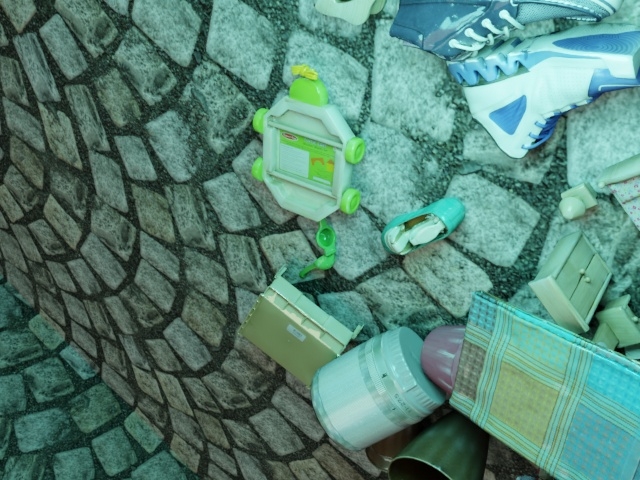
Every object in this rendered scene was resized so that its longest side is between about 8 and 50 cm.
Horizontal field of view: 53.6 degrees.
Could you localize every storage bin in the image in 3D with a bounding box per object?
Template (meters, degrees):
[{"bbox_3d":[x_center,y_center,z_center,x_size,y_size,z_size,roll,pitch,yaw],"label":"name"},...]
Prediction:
[{"bbox_3d":[-0.057,0.231,1.693,0.262,0.123,0.260,38,138,4],"label":"storage bin"}]

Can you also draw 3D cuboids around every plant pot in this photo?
[{"bbox_3d":[0.312,0.525,1.530,0.215,0.230,0.216,23,132,27],"label":"plant pot"},{"bbox_3d":[0.322,0.264,1.366,0.180,0.201,0.202,11,128,54],"label":"plant pot"},{"bbox_3d":[0.203,0.493,1.669,0.166,0.167,0.165,17,121,32],"label":"plant pot"}]

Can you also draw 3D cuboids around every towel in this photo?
[{"bbox_3d":[0.390,0.272,1.089,0.370,0.040,0.272,27,119,44],"label":"towel"}]

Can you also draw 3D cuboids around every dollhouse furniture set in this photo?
[{"bbox_3d":[0.539,0.031,0.996,0.303,0.174,0.355,53,140,-5],"label":"dollhouse furniture set"}]

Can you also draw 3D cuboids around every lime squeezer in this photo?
[{"bbox_3d":[0.000,0.000,1.552,0.110,0.058,0.311,-121,27,-42],"label":"lime squeezer"}]

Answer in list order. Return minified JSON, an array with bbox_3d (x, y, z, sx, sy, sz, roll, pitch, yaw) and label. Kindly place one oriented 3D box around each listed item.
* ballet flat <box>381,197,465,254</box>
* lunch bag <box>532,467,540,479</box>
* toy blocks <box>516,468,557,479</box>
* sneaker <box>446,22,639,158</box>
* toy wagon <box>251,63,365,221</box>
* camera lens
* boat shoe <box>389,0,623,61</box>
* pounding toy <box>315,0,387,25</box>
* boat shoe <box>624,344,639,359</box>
[{"bbox_3d":[0.194,-0.017,1.328,0.083,0.087,0.247,53,140,-5],"label":"ballet flat"},{"bbox_3d":[0.617,0.568,1.390,0.293,0.120,0.258,-25,97,51],"label":"lunch bag"},{"bbox_3d":[0.515,0.376,1.201,0.308,0.288,0.260,-14,114,49],"label":"toy blocks"},{"bbox_3d":[0.361,-0.228,1.005,0.315,0.127,0.182,10,130,45],"label":"sneaker"},{"bbox_3d":[-0.026,-0.212,1.373,0.267,0.068,0.345,22,125,27],"label":"toy wagon"},{"bbox_3d":[0.130,0.355,1.507,0.274,0.219,0.219,-34,96,21],"label":"camera lens"},{"bbox_3d":[0.262,-0.337,0.956,0.340,0.127,0.158,27,104,34],"label":"boat shoe"},{"bbox_3d":[0.056,-0.480,1.040,0.154,0.155,0.270,39,139,4],"label":"pounding toy"},{"bbox_3d":[0.624,0.198,1.153,0.125,0.038,0.046,-20,64,42],"label":"boat shoe"}]
